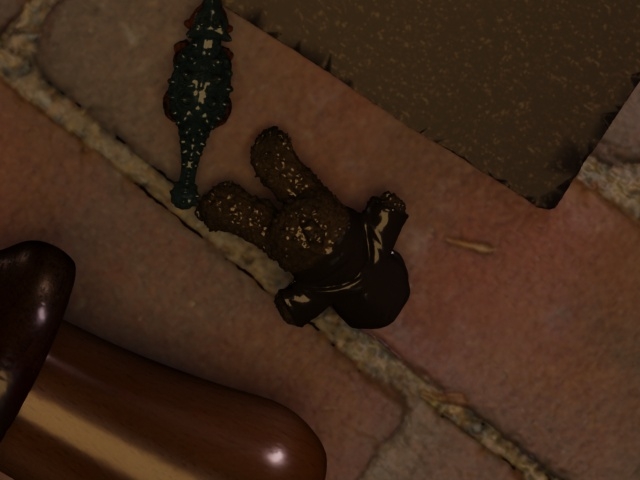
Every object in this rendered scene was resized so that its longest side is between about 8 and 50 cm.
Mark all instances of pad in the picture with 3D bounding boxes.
[{"bbox_3d":[0.086,-0.193,1.328,0.330,0.004,0.220,32,98,-9],"label":"pad"}]

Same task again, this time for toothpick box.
[{"bbox_3d":[-0.153,0.131,1.294,0.294,0.192,0.192,31,98,-15],"label":"toothpick box"}]

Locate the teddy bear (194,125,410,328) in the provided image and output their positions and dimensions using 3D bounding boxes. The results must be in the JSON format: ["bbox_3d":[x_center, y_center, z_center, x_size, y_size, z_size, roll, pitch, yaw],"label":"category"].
[{"bbox_3d":[-0.001,0.000,1.325,0.160,0.078,0.119,41,93,-9],"label":"teddy bear"}]

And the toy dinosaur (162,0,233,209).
[{"bbox_3d":[-0.084,-0.097,1.313,0.049,0.055,0.154,7,99,-8],"label":"toy dinosaur"}]
